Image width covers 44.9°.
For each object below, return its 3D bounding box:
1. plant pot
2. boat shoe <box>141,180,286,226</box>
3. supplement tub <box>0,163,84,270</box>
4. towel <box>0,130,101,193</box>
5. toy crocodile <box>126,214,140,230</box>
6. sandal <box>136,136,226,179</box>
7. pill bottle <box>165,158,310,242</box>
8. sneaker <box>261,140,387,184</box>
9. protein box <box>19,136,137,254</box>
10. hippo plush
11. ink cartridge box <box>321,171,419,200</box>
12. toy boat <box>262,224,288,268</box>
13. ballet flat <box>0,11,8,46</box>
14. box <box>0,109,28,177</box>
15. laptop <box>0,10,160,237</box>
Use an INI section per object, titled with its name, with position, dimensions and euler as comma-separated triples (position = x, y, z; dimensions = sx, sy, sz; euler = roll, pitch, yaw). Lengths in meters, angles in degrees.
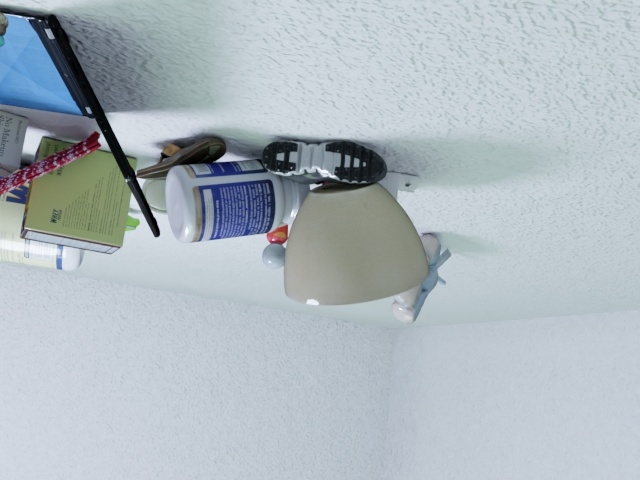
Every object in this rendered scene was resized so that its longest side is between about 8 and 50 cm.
[plant pot]
position = 0.058, -0.013, 1.489
dimensions = 0.284, 0.191, 0.284
euler = -8, -166, 2
[boat shoe]
position = -0.219, -0.100, 1.708
dimensions = 0.340, 0.127, 0.113
euler = 1, -162, -10
[supplement tub]
position = -0.713, -0.064, 1.815
dimensions = 0.324, 0.235, 0.235
euler = 9, 167, -13
[towel]
position = -0.551, -0.132, 1.483
dimensions = 0.275, 0.031, 0.199
euler = -29, -168, -18
[toy crocodile]
position = -0.642, -0.077, 2.069
dimensions = 0.340, 0.105, 0.115
euler = 11, 167, -42
[sandal]
position = -0.279, -0.170, 1.543
dimensions = 0.219, 0.060, 0.090
euler = -22, 163, 36
[pill bottle]
position = -0.163, -0.083, 1.543
dimensions = 0.264, 0.153, 0.153
euler = -7, 174, -25
[sneaker]
position = 0.012, -0.144, 1.473
dimensions = 0.234, 0.078, 0.106
euler = 5, 174, 8
[protein box]
position = -0.524, -0.090, 1.675
dimensions = 0.201, 0.200, 0.136
euler = 12, 166, -24
[hippo plush]
position = 0.203, 0.062, 2.148
dimensions = 0.236, 0.234, 0.294
euler = 20, -144, 23
[ink cartridge box]
position = 0.102, -0.100, 1.631
dimensions = 0.198, 0.067, 0.115
euler = 5, 167, 3
[toy boat]
position = 0.000, 0.000, 1.953
dimensions = 0.318, 0.148, 0.267
euler = -1, 166, 27
[ballet flat]
position = -0.558, -0.263, 0.958
dimensions = 0.482, 0.182, 0.164
euler = -10, -174, 42
[box]
position = -0.700, -0.208, 1.439
dimensions = 0.275, 0.113, 0.094
euler = 13, 164, -35
[laptop]
position = -0.458, -0.174, 1.215
dimensions = 0.236, 0.408, 0.382
euler = -26, 172, -10
